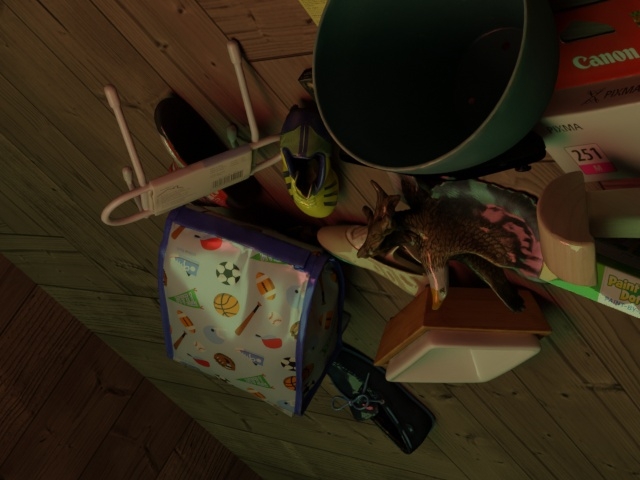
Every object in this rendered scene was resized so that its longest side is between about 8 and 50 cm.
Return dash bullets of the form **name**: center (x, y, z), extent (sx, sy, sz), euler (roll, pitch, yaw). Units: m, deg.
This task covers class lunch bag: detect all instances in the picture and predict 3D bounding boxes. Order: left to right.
- **lunch bag**: center (-0.127, 0.103, 2.248), extent (0.327, 0.239, 0.385), euler (19, 144, 16)

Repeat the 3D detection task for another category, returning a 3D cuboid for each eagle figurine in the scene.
- **eagle figurine**: center (0.214, 0.002, 1.828), extent (0.298, 0.225, 0.226), euler (4, -157, -10)

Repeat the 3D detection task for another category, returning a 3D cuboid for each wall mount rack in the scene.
- **wall mount rack**: center (-0.214, -0.163, 1.896), extent (0.130, 0.350, 0.304), euler (62, 165, 17)

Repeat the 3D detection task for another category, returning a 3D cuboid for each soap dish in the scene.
- **soap dish**: center (0.239, 0.166, 2.052), extent (0.228, 0.118, 0.291), euler (3, 161, -14)

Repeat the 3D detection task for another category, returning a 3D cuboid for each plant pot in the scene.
- **plant pot**: center (0.162, -0.207, 1.366), extent (0.290, 0.290, 0.195), euler (10, 178, 41)

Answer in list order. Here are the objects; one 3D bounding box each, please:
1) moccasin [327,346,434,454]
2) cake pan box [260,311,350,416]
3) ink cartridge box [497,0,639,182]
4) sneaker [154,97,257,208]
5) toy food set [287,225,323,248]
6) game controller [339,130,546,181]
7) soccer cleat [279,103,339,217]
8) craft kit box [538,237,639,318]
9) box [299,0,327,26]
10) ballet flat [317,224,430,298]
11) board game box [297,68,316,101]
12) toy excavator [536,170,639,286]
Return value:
- **moccasin**: center (0.120, 0.365, 2.678), extent (0.342, 0.117, 0.137), euler (38, 156, -14)
- **cake pan box**: center (-0.110, 0.203, 2.479), extent (0.266, 0.246, 0.070), euler (28, 156, 7)
- **ink cartridge box**: center (0.354, -0.175, 1.411), extent (0.239, 0.060, 0.275), euler (43, 154, -27)
- **sneaker**: center (-0.246, -0.150, 2.141), extent (0.145, 0.090, 0.270), euler (2, 146, 45)
- **toy food set**: center (0.000, 0.000, 2.233), extent (0.122, 0.019, 0.078), euler (32, 158, -21)
- **game controller**: center (0.154, -0.122, 1.573), extent (0.319, 0.166, 0.067), euler (19, 129, 62)
- **soccer cleat**: center (-0.023, -0.103, 1.910), extent (0.093, 0.121, 0.289), euler (3, 151, 6)
- **craft kit box**: center (0.442, 0.049, 1.561), extent (0.249, 0.061, 0.246), euler (23, -164, 20)
- **box**: center (0.049, -0.288, 1.556), extent (0.087, 0.058, 0.232), euler (4, 144, 46)
- **ballet flat**: center (0.114, 0.020, 2.077), extent (0.248, 0.086, 0.086), euler (27, 156, 5)
- **board game box**: center (0.064, -0.191, 1.767), extent (0.126, 0.026, 0.186), euler (0, 142, 49)
- **toy excavator**: center (0.526, 0.027, 1.348), extent (0.445, 0.432, 0.222), euler (-120, 9, -45)
